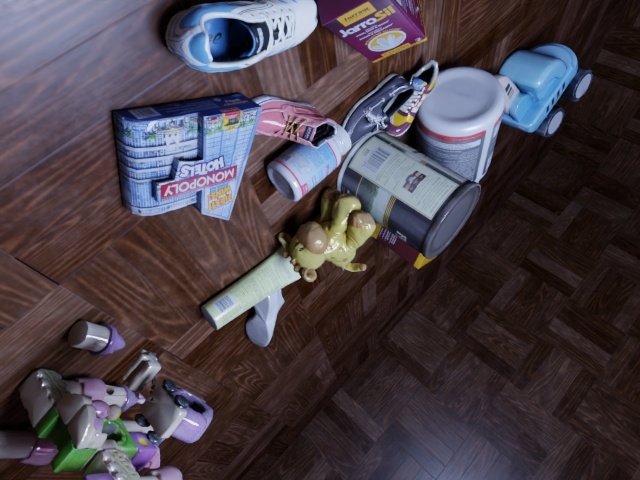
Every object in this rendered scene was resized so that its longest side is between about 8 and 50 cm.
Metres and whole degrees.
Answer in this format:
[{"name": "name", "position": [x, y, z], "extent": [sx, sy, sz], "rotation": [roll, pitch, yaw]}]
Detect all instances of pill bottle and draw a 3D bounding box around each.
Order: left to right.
[{"name": "pill bottle", "position": [-0.018, -0.155, 0.777], "extent": [0.160, 0.087, 0.087], "rotation": [-42, 152, -19]}, {"name": "pill bottle", "position": [0.370, -0.270, 1.122], "extent": [0.210, 0.210, 0.363], "rotation": [-47, 154, -10]}]

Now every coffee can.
[{"name": "coffee can", "position": [0.205, -0.115, 0.974], "extent": [0.201, 0.275, 0.202], "rotation": [-38, 150, -26]}]

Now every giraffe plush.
[{"name": "giraffe plush", "position": [0.000, 0.000, 0.925], "extent": [0.170, 0.181, 0.210], "rotation": [-15, 120, -34]}]

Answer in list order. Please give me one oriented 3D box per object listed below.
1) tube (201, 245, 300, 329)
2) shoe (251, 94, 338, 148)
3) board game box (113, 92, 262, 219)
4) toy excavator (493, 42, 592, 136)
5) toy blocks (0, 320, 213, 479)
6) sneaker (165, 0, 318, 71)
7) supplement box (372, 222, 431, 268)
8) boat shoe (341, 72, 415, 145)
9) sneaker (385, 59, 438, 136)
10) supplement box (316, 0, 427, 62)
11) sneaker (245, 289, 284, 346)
[{"name": "tube", "position": [-0.152, 0.109, 0.918], "extent": [0.240, 0.062, 0.070], "rotation": [-35, 147, -30]}, {"name": "shoe", "position": [-0.047, -0.197, 0.683], "extent": [0.178, 0.081, 0.063], "rotation": [-19, 139, -48]}, {"name": "board game box", "position": [-0.187, -0.103, 0.600], "extent": [0.194, 0.060, 0.194], "rotation": [-28, 144, -40]}, {"name": "toy excavator", "position": [0.634, -0.488, 1.332], "extent": [0.445, 0.222, 0.433], "rotation": [19, 108, -48]}, {"name": "toy blocks", "position": [-0.315, 0.317, 0.668], "extent": [0.309, 0.288, 0.260], "rotation": [-51, 148, -7]}, {"name": "sneaker", "position": [-0.082, -0.271, 0.533], "extent": [0.237, 0.086, 0.085], "rotation": [-35, 147, -34]}, {"name": "supplement box", "position": [0.302, -0.053, 1.299], "extent": [0.129, 0.194, 0.191], "rotation": [-23, 141, -45]}, {"name": "boat shoe", "position": [0.122, -0.275, 0.877], "extent": [0.206, 0.065, 0.075], "rotation": [-48, 154, -8]}, {"name": "sneaker", "position": [0.205, -0.329, 0.930], "extent": [0.185, 0.069, 0.084], "rotation": [-58, 170, -7]}, {"name": "supplement box", "position": [0.083, -0.359, 0.630], "extent": [0.188, 0.104, 0.081], "rotation": [-9, 88, -58]}, {"name": "sneaker", "position": [-0.131, 0.184, 1.044], "extent": [0.094, 0.080, 0.212], "rotation": [-39, 152, -49]}]
